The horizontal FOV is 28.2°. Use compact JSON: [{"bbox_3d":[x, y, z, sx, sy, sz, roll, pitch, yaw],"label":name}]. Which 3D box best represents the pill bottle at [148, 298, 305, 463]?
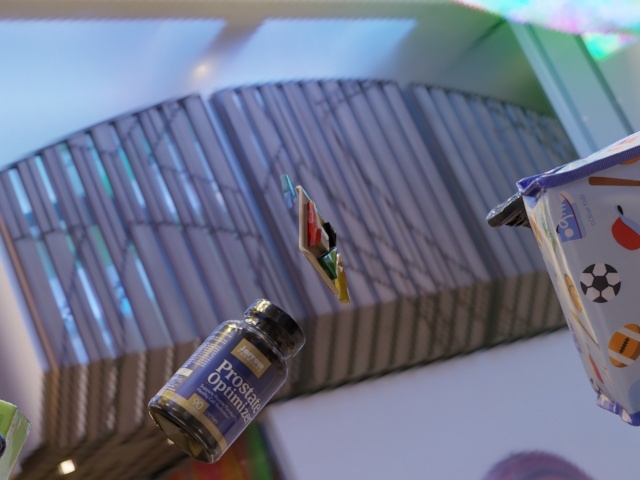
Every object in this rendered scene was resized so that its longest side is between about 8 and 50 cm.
[{"bbox_3d":[-0.123,0.188,1.750,0.219,0.123,0.123,-48,-7,-24],"label":"pill bottle"}]

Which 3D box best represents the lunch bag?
[{"bbox_3d":[0.482,0.006,1.570,0.385,0.327,0.239,-22,3,0],"label":"lunch bag"}]

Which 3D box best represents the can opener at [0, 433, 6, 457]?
[{"bbox_3d":[-0.391,0.187,1.209,0.186,0.059,0.073,6,-63,1],"label":"can opener"}]

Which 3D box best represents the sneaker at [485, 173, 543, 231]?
[{"bbox_3d":[0.311,-0.036,1.825,0.170,0.089,0.051,-36,6,-41],"label":"sneaker"}]

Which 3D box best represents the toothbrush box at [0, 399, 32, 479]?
[{"bbox_3d":[-0.526,0.320,1.629,0.206,0.283,0.122,18,-20,4],"label":"toothbrush box"}]

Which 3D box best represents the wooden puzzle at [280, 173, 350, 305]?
[{"bbox_3d":[0.000,0.000,1.031,0.014,0.078,0.116,-19,-34,15],"label":"wooden puzzle"}]
